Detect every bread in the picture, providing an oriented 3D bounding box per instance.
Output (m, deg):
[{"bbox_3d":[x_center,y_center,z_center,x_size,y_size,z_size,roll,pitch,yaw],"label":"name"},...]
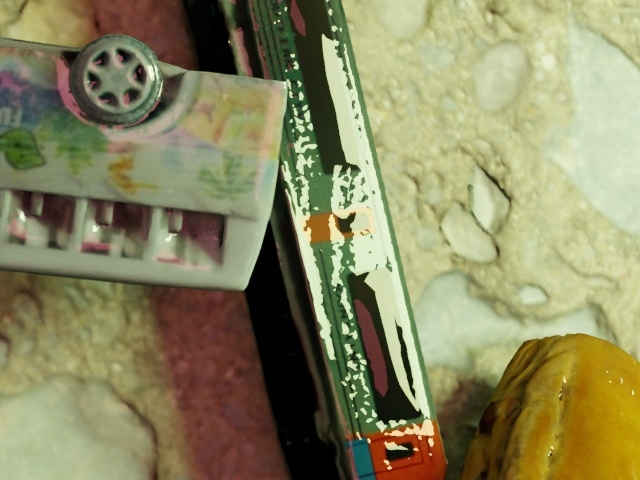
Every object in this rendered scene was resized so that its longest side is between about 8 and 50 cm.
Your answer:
[{"bbox_3d":[0.189,0.176,1.170,0.235,0.099,0.210,46,35,-11],"label":"bread"}]

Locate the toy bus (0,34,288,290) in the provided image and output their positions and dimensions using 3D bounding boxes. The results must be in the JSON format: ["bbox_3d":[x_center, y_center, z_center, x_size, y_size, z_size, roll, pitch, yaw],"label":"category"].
[{"bbox_3d":[-0.187,-0.053,1.060,0.329,0.109,0.136,7,93,-6],"label":"toy bus"}]

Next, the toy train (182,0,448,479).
[{"bbox_3d":[0.000,0.000,1.173,0.089,0.086,0.410,-11,85,-26],"label":"toy train"}]
